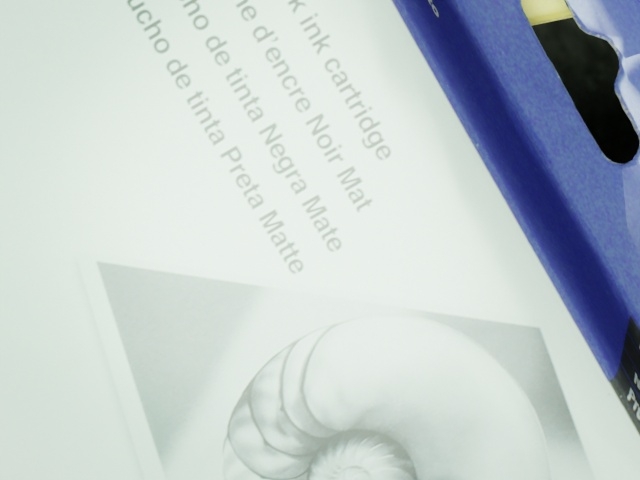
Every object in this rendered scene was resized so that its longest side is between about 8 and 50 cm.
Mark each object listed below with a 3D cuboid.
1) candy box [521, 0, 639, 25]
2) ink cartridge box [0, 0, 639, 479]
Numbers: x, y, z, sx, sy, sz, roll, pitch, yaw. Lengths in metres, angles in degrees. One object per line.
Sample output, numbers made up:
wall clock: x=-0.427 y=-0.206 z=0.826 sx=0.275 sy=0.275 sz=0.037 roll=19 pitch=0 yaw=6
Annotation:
candy box: x=-0.042 y=-0.140 z=0.430 sx=0.316 sy=0.087 sz=0.183 roll=-11 pitch=109 yaw=13
ink cartridge box: x=0.000 y=0.000 z=0.378 sx=0.224 sy=0.045 sz=0.223 roll=-31 pitch=103 yaw=6
